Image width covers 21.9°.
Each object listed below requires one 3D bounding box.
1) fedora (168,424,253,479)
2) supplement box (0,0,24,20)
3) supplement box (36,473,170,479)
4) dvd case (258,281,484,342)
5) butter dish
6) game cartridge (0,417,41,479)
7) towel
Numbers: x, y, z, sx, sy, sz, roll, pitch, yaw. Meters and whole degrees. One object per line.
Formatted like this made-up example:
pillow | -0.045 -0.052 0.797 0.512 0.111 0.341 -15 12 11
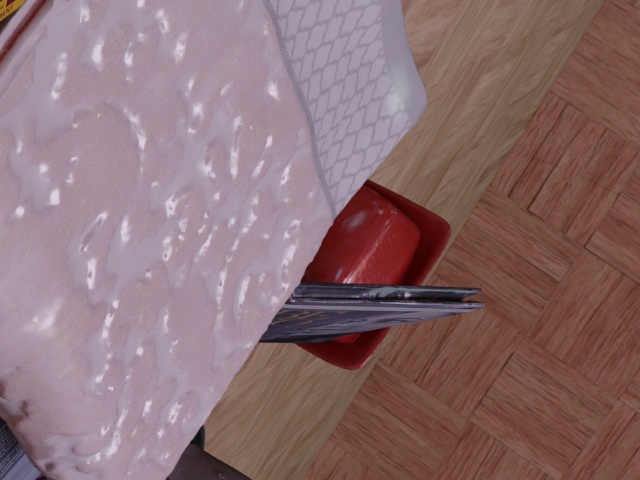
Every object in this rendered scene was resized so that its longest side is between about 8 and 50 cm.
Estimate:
fedora | -0.140 0.295 1.561 0.275 0.124 0.244 -39 147 -63
supplement box | -0.130 -0.109 0.573 0.055 0.043 0.083 -47 167 -38
supplement box | -0.117 0.199 1.019 0.080 0.188 0.104 -24 169 -14
dvd case | -0.011 0.056 1.221 0.164 0.018 0.221 3 168 -33
butter dish | 0.000 0.000 1.386 0.160 0.160 0.118 -55 148 -12
game cartridge | -0.172 0.084 0.872 0.294 0.060 0.196 -50 165 -31
towel | -0.061 -0.051 0.785 0.317 0.053 0.332 -55 153 -22
